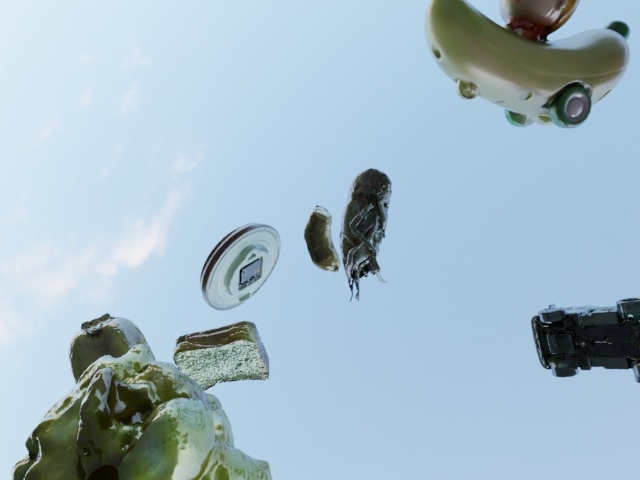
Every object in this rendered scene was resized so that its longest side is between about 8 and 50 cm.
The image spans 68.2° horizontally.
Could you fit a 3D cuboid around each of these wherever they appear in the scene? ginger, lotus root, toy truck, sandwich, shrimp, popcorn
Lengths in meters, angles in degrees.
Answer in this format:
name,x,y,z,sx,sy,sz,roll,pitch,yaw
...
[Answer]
name,x,y,z,sx,sy,sz,roll,pitch,yaw
ginger,0.002,-0.001,1.273,0.095,0.069,0.190,-17,-94,14
lotus root,-0.417,0.290,0.982,0.160,0.146,0.284,-25,-93,7
toy truck,0.420,0.129,0.653,0.216,0.116,0.110,-15,-95,44
sandwich,-0.246,0.296,1.187,0.215,0.186,0.065,-11,-142,-1
shrimp,0.062,-0.004,0.656,0.073,0.075,0.190,15,-83,33
popcorn,-0.158,0.217,0.410,0.233,0.192,0.266,41,-42,31

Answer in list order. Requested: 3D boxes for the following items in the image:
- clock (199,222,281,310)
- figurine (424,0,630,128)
name,x,y,z,sx,sy,sz,roll,pitch,yaw
clock,-0.241,0.088,1.495,0.080,0.318,0.318,36,-80,26
figurine,0.297,-0.286,0.664,0.124,0.325,0.222,-132,-122,-67
